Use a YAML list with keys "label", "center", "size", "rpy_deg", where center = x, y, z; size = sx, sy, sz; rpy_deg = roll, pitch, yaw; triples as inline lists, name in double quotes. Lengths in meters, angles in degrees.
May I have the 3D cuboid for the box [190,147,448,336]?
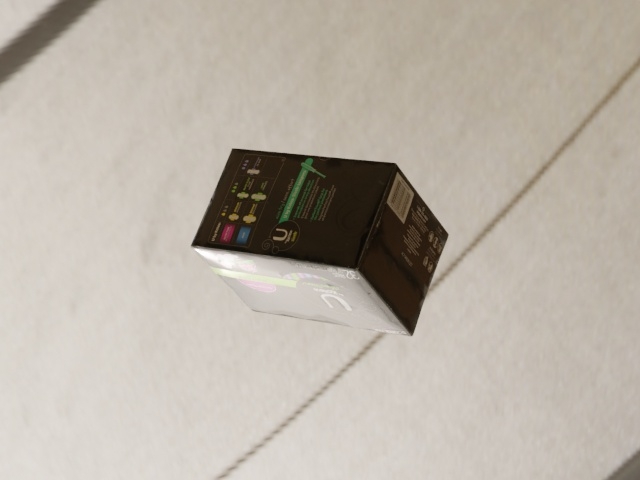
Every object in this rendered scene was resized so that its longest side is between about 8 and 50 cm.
- label: "box"
  center: [0.000, 0.000, 0.691]
  size: [0.083, 0.062, 0.052]
  rpy_deg: [6, -116, 32]
